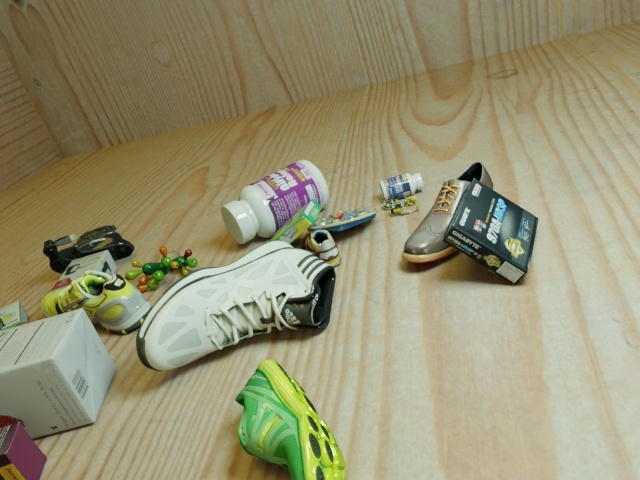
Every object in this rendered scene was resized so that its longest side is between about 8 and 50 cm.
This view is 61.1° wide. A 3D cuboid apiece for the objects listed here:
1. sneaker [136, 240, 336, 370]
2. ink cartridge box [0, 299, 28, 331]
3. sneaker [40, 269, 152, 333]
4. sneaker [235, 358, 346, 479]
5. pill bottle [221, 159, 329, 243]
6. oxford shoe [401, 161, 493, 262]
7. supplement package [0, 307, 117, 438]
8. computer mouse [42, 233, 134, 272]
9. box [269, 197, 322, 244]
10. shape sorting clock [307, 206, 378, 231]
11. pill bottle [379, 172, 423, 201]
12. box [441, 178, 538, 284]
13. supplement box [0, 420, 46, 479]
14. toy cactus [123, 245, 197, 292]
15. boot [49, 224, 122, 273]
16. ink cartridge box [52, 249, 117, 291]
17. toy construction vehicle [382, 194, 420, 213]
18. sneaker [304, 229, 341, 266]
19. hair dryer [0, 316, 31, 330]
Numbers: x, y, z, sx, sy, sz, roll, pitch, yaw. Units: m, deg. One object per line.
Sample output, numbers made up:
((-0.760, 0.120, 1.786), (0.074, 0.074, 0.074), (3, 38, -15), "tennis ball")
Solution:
((-0.148, 0.140, 1.137), (0.447, 0.169, 0.257), (-33, 28, -33), "sneaker")
((-0.866, 0.248, 1.486), (0.109, 0.062, 0.209), (-27, 28, -20), "ink cartridge box")
((-0.609, 0.143, 1.439), (0.384, 0.147, 0.145), (-3, 31, 29), "sneaker")
((-0.055, 0.312, 0.851), (0.123, 0.109, 0.295), (-44, 31, -1), "sneaker")
((-0.137, -0.111, 1.624), (0.301, 0.169, 0.169), (-30, 29, -24), "pill bottle")
((0.303, -0.072, 1.315), (0.129, 0.133, 0.363), (8, 36, 41), "oxford shoe")
((-0.612, 0.290, 1.117), (0.292, 0.178, 0.175), (-16, 26, 4), "supplement package")
((-0.735, 0.012, 1.714), (0.261, 0.184, 0.060), (-14, 63, -13), "computer mouse")
((-0.079, -0.032, 1.495), (0.179, 0.043, 0.105), (-42, 11, 33), "box")
((0.057, -0.062, 1.497), (0.206, 0.040, 0.206), (-11, 11, 2), "shape sorting clock")
((0.239, -0.160, 1.601), (0.120, 0.067, 0.067), (-16, 26, 2), "pill bottle")
((0.371, -0.025, 1.167), (0.175, 0.051, 0.220), (33, 41, 5), "box")
((-0.608, 0.412, 0.960), (0.188, 0.104, 0.081), (-19, 27, -3), "supplement box")
((-0.456, 0.066, 1.570), (0.218, 0.112, 0.180), (-22, 15, 9), "toy cactus")
((-0.819, 0.023, 1.893), (0.262, 0.091, 0.229), (-26, 22, -27), "boot")
((-0.710, 0.112, 1.645), (0.127, 0.072, 0.175), (-17, 27, 3), "ink cartridge box")
((0.228, -0.098, 1.534), (0.098, 0.035, 0.086), (-12, 16, 6), "toy construction vehicle")
((0.000, 0.000, 1.416), (0.069, 0.084, 0.185), (-24, 27, -14), "sneaker")
((-0.774, 0.303, 1.328), (0.293, 0.080, 0.224), (3, 59, 33), "hair dryer")
